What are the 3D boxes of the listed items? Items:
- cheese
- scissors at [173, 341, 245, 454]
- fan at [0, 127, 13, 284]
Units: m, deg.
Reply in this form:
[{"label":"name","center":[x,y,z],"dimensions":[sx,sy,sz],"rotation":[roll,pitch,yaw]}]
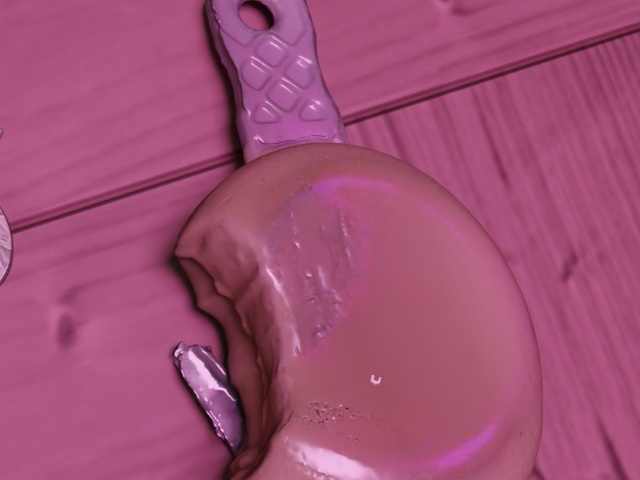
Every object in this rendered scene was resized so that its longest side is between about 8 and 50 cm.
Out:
[{"label":"cheese","center":[0.000,0.000,0.549],"dimensions":[0.163,0.082,0.286],"rotation":[-9,67,-28]},{"label":"scissors","center":[0.045,0.189,0.543],"dimensions":[0.191,0.029,0.360],"rotation":[-37,91,-21]},{"label":"fan","center":[-0.158,-0.006,0.538],"dimensions":[0.080,0.003,0.060],"rotation":[-39,92,-22]}]
